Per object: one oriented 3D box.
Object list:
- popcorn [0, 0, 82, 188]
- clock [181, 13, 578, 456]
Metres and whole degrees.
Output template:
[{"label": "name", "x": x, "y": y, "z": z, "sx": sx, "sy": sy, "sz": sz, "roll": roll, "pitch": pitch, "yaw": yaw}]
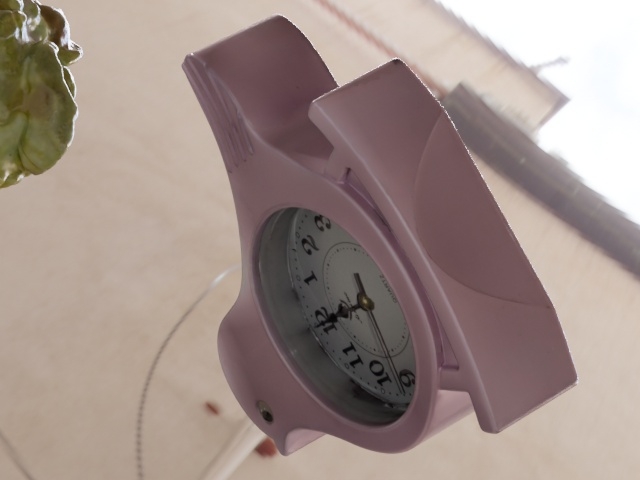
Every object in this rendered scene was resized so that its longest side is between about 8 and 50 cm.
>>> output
[{"label": "popcorn", "x": -0.224, "y": -0.099, "z": 1.057, "sx": 0.135, "sy": 0.141, "sz": 0.162, "roll": -43, "pitch": -122, "yaw": 20}, {"label": "clock", "x": 0.000, "y": 0.000, "z": 1.055, "sx": 0.275, "sy": 0.080, "sz": 0.290, "roll": -25, "pitch": -88, "yaw": 56}]
